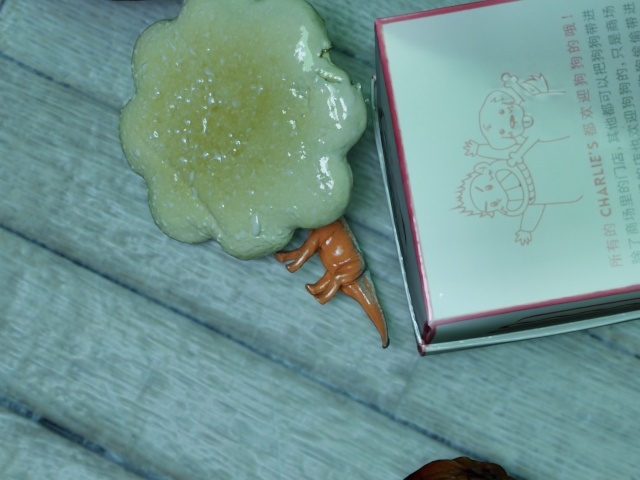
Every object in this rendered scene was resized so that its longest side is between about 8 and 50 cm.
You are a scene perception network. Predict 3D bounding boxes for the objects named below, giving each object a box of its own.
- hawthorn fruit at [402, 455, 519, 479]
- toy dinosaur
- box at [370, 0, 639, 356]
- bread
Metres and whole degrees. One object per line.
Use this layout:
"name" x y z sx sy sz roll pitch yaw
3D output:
"hawthorn fruit" 0.149 0.312 1.361 0.173 0.173 0.179 -19 107 0
"toy dinosaur" -0.001 0.002 1.459 0.101 0.055 0.279 -32 80 -11
"box" 0.222 -0.067 1.329 0.312 0.300 0.314 -10 81 1
"bread" -0.094 -0.128 1.417 0.316 0.054 0.316 4 99 28
